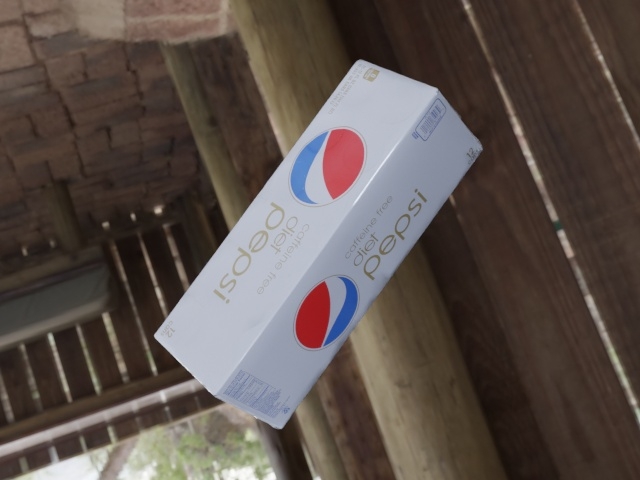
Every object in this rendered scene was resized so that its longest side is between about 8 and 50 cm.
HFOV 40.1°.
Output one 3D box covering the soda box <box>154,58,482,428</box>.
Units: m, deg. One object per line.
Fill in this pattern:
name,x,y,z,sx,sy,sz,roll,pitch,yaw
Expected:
soda box,0.000,0.000,0.533,0.216,0.074,0.069,-54,137,-4
